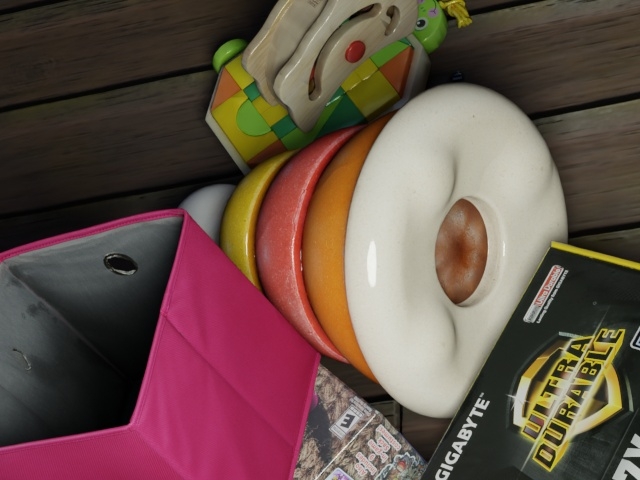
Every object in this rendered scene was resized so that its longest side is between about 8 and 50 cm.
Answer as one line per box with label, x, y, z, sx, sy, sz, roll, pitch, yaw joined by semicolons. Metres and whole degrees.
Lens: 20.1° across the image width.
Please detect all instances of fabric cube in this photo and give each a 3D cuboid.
fabric cube;-0.186;0.160;1.797;0.254;0.258;0.259;-13;47;30

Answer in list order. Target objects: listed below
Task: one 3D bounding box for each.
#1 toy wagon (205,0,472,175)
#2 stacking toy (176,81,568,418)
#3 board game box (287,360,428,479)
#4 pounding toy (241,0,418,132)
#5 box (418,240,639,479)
toy wagon;0.027;-0.208;2.220;0.344;0.068;0.267;-36;55;1
stacking toy;0.000;0.000;2.011;0.480;0.350;0.351;4;63;42
board game box;-0.065;0.270;1.913;0.291;0.141;0.232;-47;40;-7
pounding toy;0.005;-0.278;2.150;0.155;0.154;0.269;41;101;34
box;0.274;0.173;1.782;0.257;0.079;0.322;17;65;35
